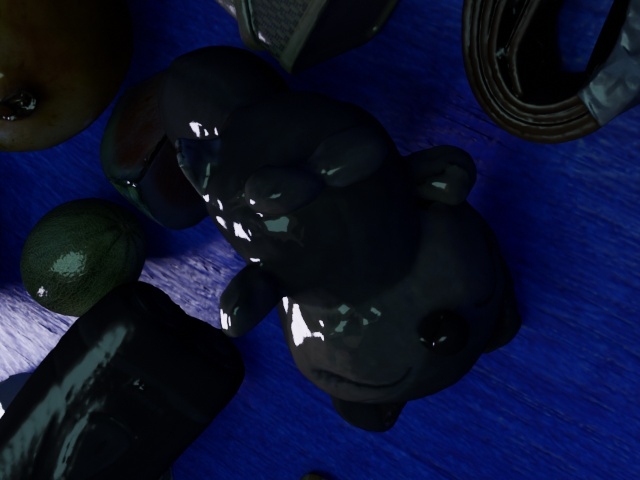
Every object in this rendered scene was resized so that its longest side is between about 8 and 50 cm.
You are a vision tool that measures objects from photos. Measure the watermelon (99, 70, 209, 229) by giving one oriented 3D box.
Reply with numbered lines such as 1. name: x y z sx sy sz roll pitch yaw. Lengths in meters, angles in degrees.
1. watermelon: -0.181 -0.117 1.259 0.136 0.207 0.202 11 102 5

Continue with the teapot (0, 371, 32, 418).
1. teapot: -0.494 0.263 1.703 0.200 0.107 0.077 -26 96 42

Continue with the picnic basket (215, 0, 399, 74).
1. picnic basket: 0.015 -0.288 1.012 0.139 0.165 0.267 44 131 12

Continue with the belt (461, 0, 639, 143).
1. belt: 0.217 -0.202 0.938 0.184 0.105 0.261 38 128 15

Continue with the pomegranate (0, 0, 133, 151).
1. pomegranate: -0.328 -0.218 1.245 0.264 0.264 0.264 17 120 31

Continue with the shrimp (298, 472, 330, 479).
1. shrimp: 0.011 0.366 1.409 0.091 0.043 0.184 -4 101 47

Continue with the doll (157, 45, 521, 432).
1. doll: 0.030 -0.020 1.107 0.252 0.379 0.382 -27 131 8

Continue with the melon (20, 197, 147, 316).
1. melon: -0.290 0.023 1.411 0.192 0.139 0.139 -32 89 40

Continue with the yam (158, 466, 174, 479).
1. yam: -0.386 0.368 1.540 0.241 0.348 0.241 29 136 33

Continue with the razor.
1. razor: -0.261 0.217 1.377 0.204 0.113 0.349 40 97 -21
